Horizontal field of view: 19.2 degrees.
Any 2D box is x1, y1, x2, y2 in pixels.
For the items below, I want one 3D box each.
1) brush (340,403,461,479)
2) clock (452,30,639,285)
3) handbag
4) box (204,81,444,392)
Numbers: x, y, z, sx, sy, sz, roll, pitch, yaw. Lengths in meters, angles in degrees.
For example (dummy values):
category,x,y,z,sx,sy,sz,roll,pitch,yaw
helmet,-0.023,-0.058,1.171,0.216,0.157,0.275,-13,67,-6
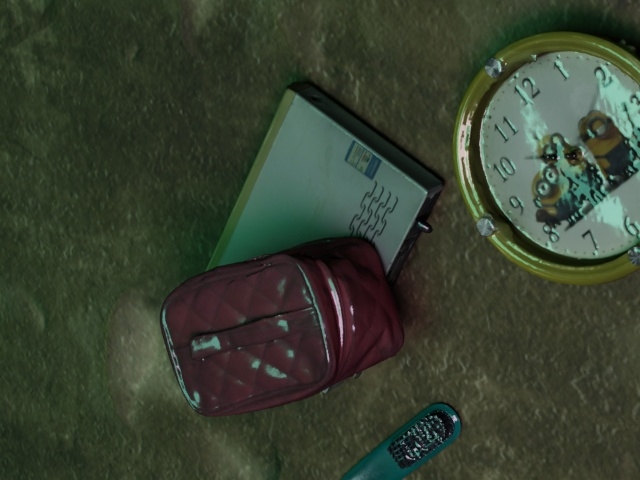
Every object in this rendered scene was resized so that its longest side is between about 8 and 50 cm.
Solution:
category,x,y,z,sx,sy,sz,roll,pitch,yaw
brush,0.073,0.227,1.946,0.193,0.032,0.043,-42,81,36
clock,0.232,-0.077,1.709,0.237,0.057,0.237,11,111,30
handbag,-0.042,0.083,1.853,0.225,0.135,0.146,-16,92,39
box,0.000,0.000,1.908,0.211,0.045,0.270,36,123,19
